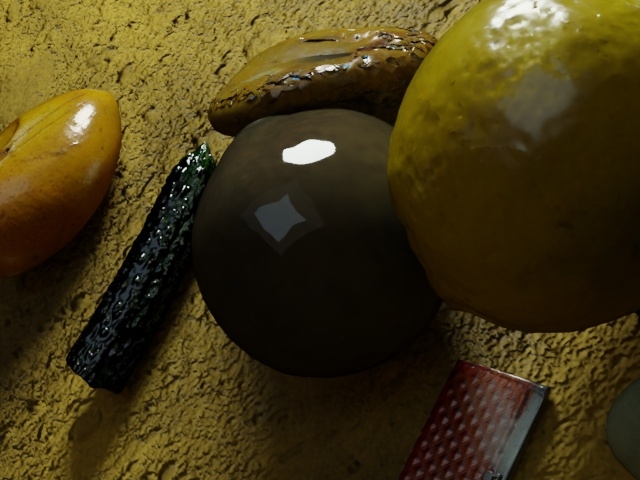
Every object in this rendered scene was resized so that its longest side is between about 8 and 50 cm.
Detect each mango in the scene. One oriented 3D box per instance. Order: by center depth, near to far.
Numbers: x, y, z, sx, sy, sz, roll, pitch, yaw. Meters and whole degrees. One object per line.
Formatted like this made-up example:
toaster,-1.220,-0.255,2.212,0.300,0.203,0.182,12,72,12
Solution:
mango,-0.317,-0.070,1.772,0.154,0.126,0.252,20,67,50

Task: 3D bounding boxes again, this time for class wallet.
wallet,0.124,0.204,1.394,0.103,0.020,0.196,16,72,38

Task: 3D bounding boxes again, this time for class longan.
longan,0.000,0.000,1.444,0.258,0.258,0.258,-16,55,24

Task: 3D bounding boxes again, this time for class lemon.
lemon,0.200,-0.072,1.279,0.297,0.297,0.297,-16,55,24

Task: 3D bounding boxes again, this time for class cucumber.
cucumber,-0.178,0.025,1.660,0.072,0.072,0.300,15,71,38

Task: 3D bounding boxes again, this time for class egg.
egg,0.302,0.153,1.249,0.152,0.114,0.114,2,64,35

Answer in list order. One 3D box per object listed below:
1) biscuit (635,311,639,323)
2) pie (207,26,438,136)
biscuit,0.352,0.015,1.341,0.194,0.053,0.194,-16,55,24
pie,0.004,-0.167,1.584,0.273,0.069,0.273,-17,16,5
